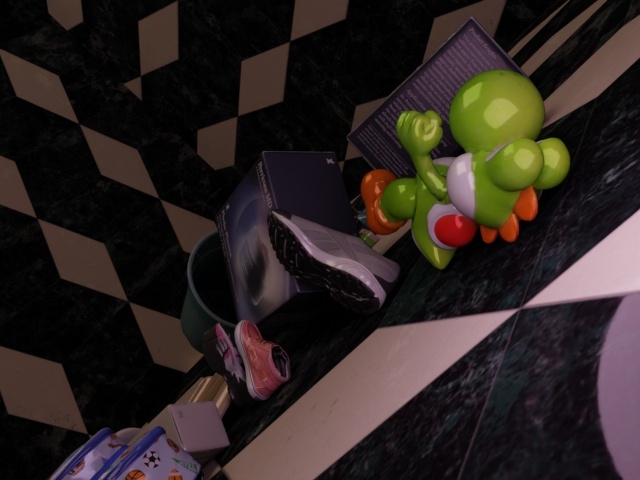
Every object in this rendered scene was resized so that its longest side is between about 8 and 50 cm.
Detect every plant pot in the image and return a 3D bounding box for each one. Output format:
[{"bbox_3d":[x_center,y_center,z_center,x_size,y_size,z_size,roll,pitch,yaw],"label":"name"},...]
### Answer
[{"bbox_3d":[-0.272,0.186,1.934,0.341,0.341,0.334,-50,-2,-40],"label":"plant pot"}]

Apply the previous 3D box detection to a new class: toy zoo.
[{"bbox_3d":[0.031,0.087,1.656,0.293,0.030,0.192,-47,4,0],"label":"toy zoo"}]

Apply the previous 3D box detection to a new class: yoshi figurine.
[{"bbox_3d":[0.190,-0.106,0.839,0.203,0.203,0.362,-41,5,-19],"label":"yoshi figurine"}]

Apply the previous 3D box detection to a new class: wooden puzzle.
[{"bbox_3d":[-0.249,0.373,1.365,0.238,0.044,0.221,-33,22,54],"label":"wooden puzzle"}]

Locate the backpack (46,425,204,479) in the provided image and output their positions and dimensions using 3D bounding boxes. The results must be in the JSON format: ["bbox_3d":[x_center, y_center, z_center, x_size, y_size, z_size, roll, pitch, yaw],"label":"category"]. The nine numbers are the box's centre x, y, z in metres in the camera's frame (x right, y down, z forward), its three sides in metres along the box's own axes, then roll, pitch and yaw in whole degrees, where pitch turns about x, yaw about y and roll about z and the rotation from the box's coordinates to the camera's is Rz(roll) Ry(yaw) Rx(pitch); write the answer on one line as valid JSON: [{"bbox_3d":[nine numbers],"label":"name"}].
[{"bbox_3d":[-0.312,0.408,0.962,0.263,0.213,0.276,-37,-4,-30],"label":"backpack"}]

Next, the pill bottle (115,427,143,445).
[{"bbox_3d":[-0.529,0.596,1.646,0.264,0.146,0.146,-43,5,42],"label":"pill bottle"}]

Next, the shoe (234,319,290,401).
[{"bbox_3d":[-0.108,0.212,1.212,0.081,0.063,0.178,-40,46,23],"label":"shoe"}]

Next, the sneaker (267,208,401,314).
[{"bbox_3d":[0.016,0.023,1.085,0.108,0.271,0.100,-38,-32,-35],"label":"sneaker"}]

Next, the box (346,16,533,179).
[{"bbox_3d":[0.293,-0.328,1.571,0.395,0.212,0.293,-42,3,19],"label":"box"}]

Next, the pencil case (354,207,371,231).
[{"bbox_3d":[0.168,-0.096,1.774,0.152,0.064,0.070,-46,29,6],"label":"pencil case"}]

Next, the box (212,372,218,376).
[{"bbox_3d":[-0.284,0.397,1.817,0.145,0.038,0.186,-43,7,40],"label":"box"}]

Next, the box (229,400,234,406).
[{"bbox_3d":[-0.208,0.354,1.522,0.116,0.029,0.162,-44,4,35],"label":"box"}]

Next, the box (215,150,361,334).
[{"bbox_3d":[-0.071,0.011,1.318,0.182,0.296,0.294,-4,-22,-32],"label":"box"}]

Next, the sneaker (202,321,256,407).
[{"bbox_3d":[-0.170,0.242,1.265,0.072,0.178,0.077,-20,7,29],"label":"sneaker"}]

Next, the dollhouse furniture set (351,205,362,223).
[{"bbox_3d":[0.031,-0.110,2.362,0.151,0.197,0.301,-45,4,0],"label":"dollhouse furniture set"}]

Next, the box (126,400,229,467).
[{"bbox_3d":[-0.300,0.412,1.181,0.113,0.094,0.275,10,-46,-48],"label":"box"}]
